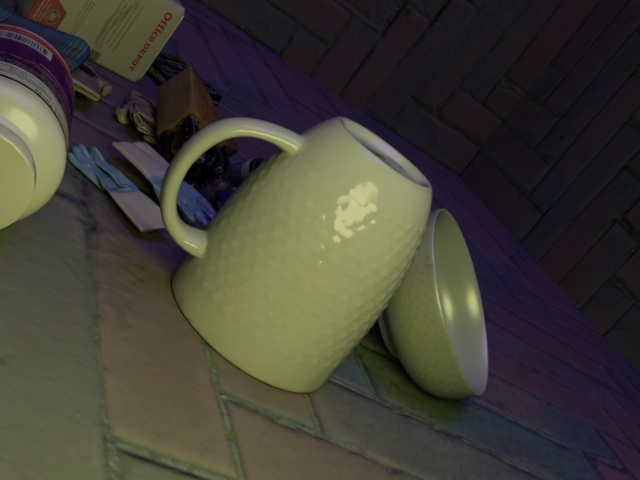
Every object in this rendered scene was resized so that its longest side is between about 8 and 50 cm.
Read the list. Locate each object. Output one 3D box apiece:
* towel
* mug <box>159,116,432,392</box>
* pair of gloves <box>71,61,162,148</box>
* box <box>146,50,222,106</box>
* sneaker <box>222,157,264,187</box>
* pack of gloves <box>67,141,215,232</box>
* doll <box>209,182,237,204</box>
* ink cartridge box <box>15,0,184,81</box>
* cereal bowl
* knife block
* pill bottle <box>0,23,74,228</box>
[{"bbox_3d":[-0.550,-0.343,1.446,0.271,0.040,0.370,23,19,-12],"label":"towel"},{"bbox_3d":[-0.045,-0.019,1.191,0.374,0.328,0.276,31,17,-23],"label":"mug"},{"bbox_3d":[-0.402,-0.273,1.647,0.240,0.042,0.204,30,14,-32],"label":"pair of gloves"},{"bbox_3d":[-0.358,-0.404,2.106,0.184,0.045,0.191,41,17,18],"label":"box"},{"bbox_3d":[-0.130,-0.118,1.735,0.081,0.080,0.211,-1,-17,17],"label":"sneaker"},{"bbox_3d":[-0.291,-0.077,1.379,0.232,0.046,0.195,42,27,24],"label":"pack of gloves"},{"bbox_3d":[-0.126,-0.031,1.565,0.129,0.046,0.189,17,26,-50],"label":"doll"},{"bbox_3d":[-0.468,-0.498,1.825,0.283,0.207,0.117,24,22,-42],"label":"ink cartridge box"},{"bbox_3d":[0.189,0.119,1.519,0.339,0.141,0.339,-12,90,-69],"label":"cereal bowl"},{"bbox_3d":[-0.256,-0.221,1.606,0.275,0.088,0.242,61,11,11],"label":"knife block"},{"bbox_3d":[-0.395,-0.136,1.024,0.181,0.181,0.323,30,18,-25],"label":"pill bottle"}]
